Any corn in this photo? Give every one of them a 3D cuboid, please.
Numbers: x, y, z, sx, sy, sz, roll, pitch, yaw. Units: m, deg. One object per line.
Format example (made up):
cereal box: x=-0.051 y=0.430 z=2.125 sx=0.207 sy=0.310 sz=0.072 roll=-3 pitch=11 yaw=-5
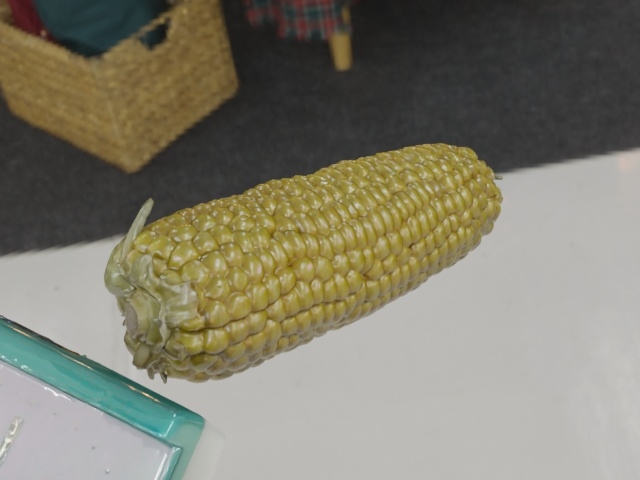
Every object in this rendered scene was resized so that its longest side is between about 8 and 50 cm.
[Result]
corn: x=0.000 y=0.005 z=0.728 sx=0.260 sy=0.091 sz=0.091 roll=-22 pitch=42 yaw=-38

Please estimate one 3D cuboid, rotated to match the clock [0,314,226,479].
clock: x=-0.193 y=0.144 z=0.629 sx=0.262 sy=0.116 sz=0.231 roll=21 pitch=81 yaw=25
